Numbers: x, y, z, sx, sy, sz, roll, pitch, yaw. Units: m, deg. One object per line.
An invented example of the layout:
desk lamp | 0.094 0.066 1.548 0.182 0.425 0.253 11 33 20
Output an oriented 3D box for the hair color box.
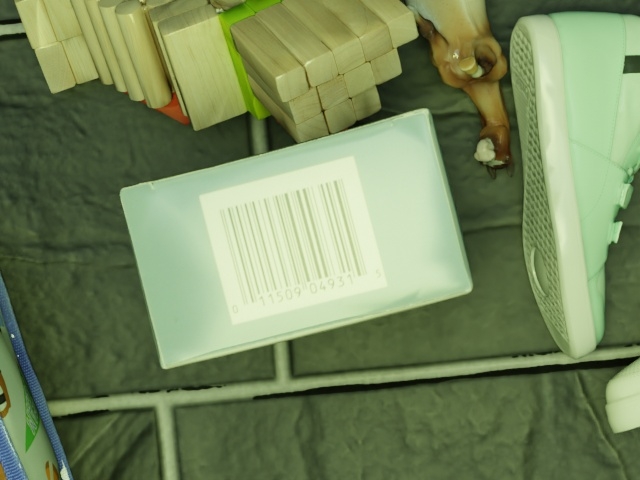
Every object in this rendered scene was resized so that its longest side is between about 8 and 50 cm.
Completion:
hair color box | 0.000 0.000 1.197 0.185 0.374 0.113 -14 88 4

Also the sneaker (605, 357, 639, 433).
sneaker | 0.313 0.017 1.315 0.292 0.108 0.169 -25 86 -6

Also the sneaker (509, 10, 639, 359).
sneaker | 0.227 -0.043 1.325 0.151 0.094 0.256 -7 100 -11

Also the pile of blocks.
pile of blocks | -0.077 -0.144 1.315 0.362 0.112 0.149 19 50 37

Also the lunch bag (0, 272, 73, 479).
lunch bag | -0.336 0.227 1.293 0.328 0.239 0.385 -18 93 1

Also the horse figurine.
horse figurine | 0.079 -0.183 1.317 0.066 0.174 0.263 -29 74 14
